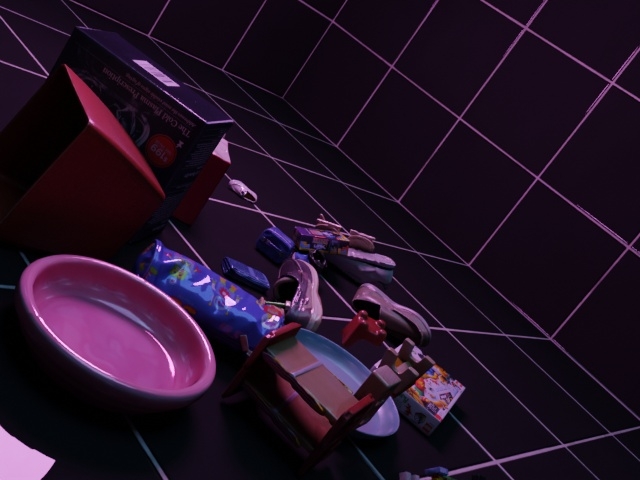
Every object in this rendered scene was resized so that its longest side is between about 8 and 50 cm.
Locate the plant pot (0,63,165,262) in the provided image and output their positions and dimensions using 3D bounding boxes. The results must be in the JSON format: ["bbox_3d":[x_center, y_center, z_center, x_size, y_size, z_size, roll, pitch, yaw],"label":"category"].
[{"bbox_3d":[-0.448,-0.116,1.446,0.235,0.267,0.267,37,11,-42],"label":"plant pot"}]

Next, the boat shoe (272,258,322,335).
[{"bbox_3d":[-0.065,0.117,1.826,0.092,0.103,0.285,33,21,-26],"label":"boat shoe"}]

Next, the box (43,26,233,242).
[{"bbox_3d":[-0.425,-0.225,1.671,0.343,0.313,0.179,36,16,4],"label":"box"}]

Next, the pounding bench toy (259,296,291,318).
[{"bbox_3d":[-0.110,0.151,1.660,0.065,0.083,0.052,32,16,-15],"label":"pounding bench toy"}]

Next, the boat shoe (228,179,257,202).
[{"bbox_3d":[-0.235,-0.148,2.362,0.100,0.035,0.035,37,11,-21],"label":"boat shoe"}]

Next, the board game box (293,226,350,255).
[{"bbox_3d":[0.000,0.000,2.240,0.140,0.048,0.170,9,7,-10],"label":"board game box"}]

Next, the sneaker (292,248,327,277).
[{"bbox_3d":[-0.026,0.053,2.116,0.058,0.085,0.152,28,17,-25],"label":"sneaker"}]

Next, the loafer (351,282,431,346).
[{"bbox_3d":[0.185,0.216,2.114,0.251,0.094,0.087,32,38,23],"label":"loafer"}]

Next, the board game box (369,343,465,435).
[{"bbox_3d":[0.231,0.345,1.865,0.193,0.053,0.305,39,16,14],"label":"board game box"}]

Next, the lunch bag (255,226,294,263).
[{"bbox_3d":[-0.119,0.015,2.065,0.098,0.067,0.065,38,16,5],"label":"lunch bag"}]

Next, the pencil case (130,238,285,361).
[{"bbox_3d":[-0.215,0.123,1.460,0.306,0.119,0.133,32,27,-15],"label":"pencil case"}]

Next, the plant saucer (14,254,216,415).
[{"bbox_3d":[-0.323,0.153,1.208,0.332,0.084,0.332,34,16,-11],"label":"plant saucer"}]

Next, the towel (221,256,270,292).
[{"bbox_3d":[-0.175,0.078,1.835,0.119,0.029,0.067,27,17,-28],"label":"towel"}]

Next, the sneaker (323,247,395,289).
[{"bbox_3d":[0.103,0.078,2.333,0.234,0.095,0.090,17,20,5],"label":"sneaker"}]

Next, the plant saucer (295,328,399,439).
[{"bbox_3d":[0.021,0.296,1.590,0.317,0.044,0.318,34,16,-11],"label":"plant saucer"}]

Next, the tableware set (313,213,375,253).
[{"bbox_3d":[0.074,-0.014,2.371,0.194,0.128,0.039,19,55,6],"label":"tableware set"}]

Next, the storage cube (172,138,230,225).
[{"bbox_3d":[-0.351,-0.187,1.939,0.214,0.193,0.184,29,17,-19],"label":"storage cube"}]

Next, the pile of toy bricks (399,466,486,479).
[{"bbox_3d":[0.236,0.485,1.416,0.212,0.118,0.105,32,46,-45],"label":"pile of toy bricks"}]

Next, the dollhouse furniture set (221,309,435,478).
[{"bbox_3d":[0.027,0.251,1.426,0.201,0.152,0.374,43,25,19],"label":"dollhouse furniture set"}]
